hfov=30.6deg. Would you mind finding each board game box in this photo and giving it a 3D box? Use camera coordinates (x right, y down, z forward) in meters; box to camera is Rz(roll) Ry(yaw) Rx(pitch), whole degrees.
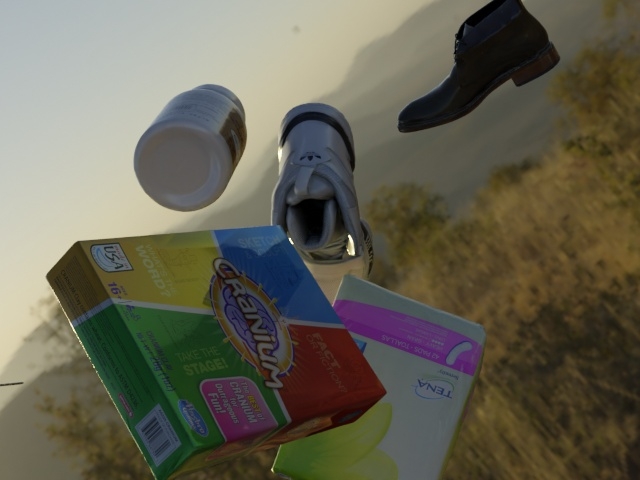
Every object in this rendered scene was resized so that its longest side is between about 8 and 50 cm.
[{"bbox_3d":[-0.098,0.102,1.216,0.064,0.242,0.316,-44,-21,30],"label":"board game box"}]

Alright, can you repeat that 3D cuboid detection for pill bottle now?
[{"bbox_3d":[-0.171,-0.138,1.626,0.131,0.131,0.229,-40,14,20],"label":"pill bottle"}]

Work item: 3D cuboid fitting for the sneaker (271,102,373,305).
[{"bbox_3d":[0.000,0.000,1.718,0.137,0.365,0.210,-4,35,7],"label":"sneaker"}]

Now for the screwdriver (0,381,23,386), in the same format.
[{"bbox_3d":[-0.578,0.249,2.001,0.170,0.025,0.024,-3,-60,-57],"label":"screwdriver"}]

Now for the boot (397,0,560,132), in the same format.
[{"bbox_3d":[0.177,-0.222,1.456,0.219,0.106,0.082,-27,22,9],"label":"boot"}]

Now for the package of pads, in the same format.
[{"bbox_3d":[0.089,0.224,1.634,0.101,0.229,0.296,85,-154,-83],"label":"package of pads"}]
